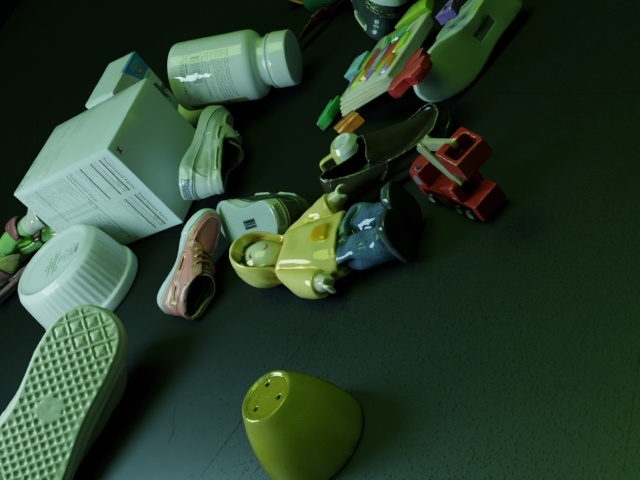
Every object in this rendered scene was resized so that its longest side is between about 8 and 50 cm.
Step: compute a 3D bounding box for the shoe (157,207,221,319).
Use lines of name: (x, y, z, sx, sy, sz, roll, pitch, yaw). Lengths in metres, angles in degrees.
shoe: (-0.184, 0.037, 1.495, 0.081, 0.063, 0.178, 12, 75, 50)

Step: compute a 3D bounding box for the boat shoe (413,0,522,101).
boat shoe: (0.214, -0.293, 1.461, 0.227, 0.079, 0.081, -50, 12, -10)

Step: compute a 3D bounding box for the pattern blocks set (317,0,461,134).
pattern blocks set: (0.100, -0.276, 1.518, 0.325, 0.026, 0.285, -29, 27, 53)

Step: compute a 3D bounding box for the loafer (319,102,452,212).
loafer: (0.090, -0.122, 1.374, 0.220, 0.078, 0.080, -41, 31, 4)

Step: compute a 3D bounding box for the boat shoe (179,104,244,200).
boat shoe: (-0.179, -0.160, 1.724, 0.088, 0.096, 0.267, -1, 30, 9)

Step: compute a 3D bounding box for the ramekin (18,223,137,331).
ramekin: (-0.434, 0.066, 1.714, 0.207, 0.109, 0.207, -30, 33, 21)

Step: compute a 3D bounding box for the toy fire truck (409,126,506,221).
toy fire truck: (0.159, -0.088, 1.197, 0.047, 0.135, 0.192, -47, 31, -7)

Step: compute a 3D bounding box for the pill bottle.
pill bottle: (-0.156, -0.322, 1.814, 0.229, 0.131, 0.131, -7, 43, 17)

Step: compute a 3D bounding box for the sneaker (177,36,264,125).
sneaker: (-0.191, -0.319, 1.925, 0.237, 0.085, 0.086, -43, 13, -2)

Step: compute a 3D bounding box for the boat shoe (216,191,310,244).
boat shoe: (-0.089, -0.034, 1.489, 0.070, 0.078, 0.219, -21, 11, -29)

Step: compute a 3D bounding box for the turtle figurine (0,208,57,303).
turtle figurine: (-0.651, -0.023, 1.989, 0.266, 0.198, 0.274, -28, 37, 16)

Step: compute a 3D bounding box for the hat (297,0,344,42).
hat: (0.005, -0.463, 1.942, 0.208, 0.183, 0.173, -6, 35, -24)

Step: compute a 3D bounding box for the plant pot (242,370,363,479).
plant pot: (-0.034, 0.202, 1.101, 0.134, 0.095, 0.134, -30, 34, 22)

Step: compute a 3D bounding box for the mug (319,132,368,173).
mug: (0.042, -0.121, 1.441, 0.078, 0.064, 0.062, -45, 32, -2)

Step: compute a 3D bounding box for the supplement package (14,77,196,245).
supplement package: (-0.376, -0.126, 1.795, 0.263, 0.198, 0.199, -19, 38, 35)

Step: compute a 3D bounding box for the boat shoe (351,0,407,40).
boat shoe: (0.097, -0.455, 1.754, 0.114, 0.091, 0.302, 8, 34, -3)

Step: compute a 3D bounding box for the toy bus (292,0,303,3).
toy bus: (-0.002, -0.669, 2.086, 0.108, 0.130, 0.332, 21, 59, 9)

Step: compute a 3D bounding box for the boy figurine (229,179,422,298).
boy figurine: (0.000, 0.000, 1.317, 0.285, 0.092, 0.177, -13, 49, 36)

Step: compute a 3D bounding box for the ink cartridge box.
ink cartridge box: (-0.358, -0.256, 1.942, 0.082, 0.190, 0.139, -18, 39, 33)

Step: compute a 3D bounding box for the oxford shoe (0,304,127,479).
oxford shoe: (-0.409, 0.303, 1.391, 0.449, 0.169, 0.130, -62, -6, -15)
